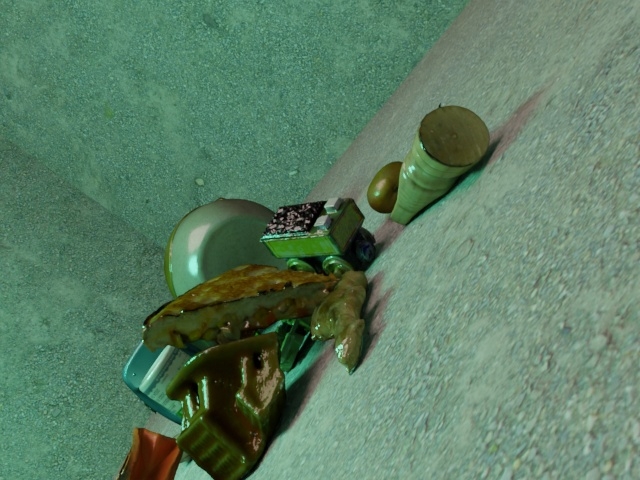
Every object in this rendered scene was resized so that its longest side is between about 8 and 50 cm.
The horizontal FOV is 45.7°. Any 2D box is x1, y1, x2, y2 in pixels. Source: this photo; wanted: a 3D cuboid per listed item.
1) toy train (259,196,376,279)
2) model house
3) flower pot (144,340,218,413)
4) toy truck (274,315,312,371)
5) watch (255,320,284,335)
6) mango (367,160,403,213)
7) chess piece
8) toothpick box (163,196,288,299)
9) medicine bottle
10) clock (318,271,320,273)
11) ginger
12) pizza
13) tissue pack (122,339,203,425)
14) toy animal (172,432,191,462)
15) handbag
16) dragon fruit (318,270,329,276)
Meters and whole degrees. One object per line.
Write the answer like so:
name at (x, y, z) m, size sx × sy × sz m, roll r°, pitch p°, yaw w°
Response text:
toy train at (0.000, 0.000, 1.694) m, size 0.260 × 0.177 × 0.134 m, roll -5°, pitch 42°, yaw 41°
model house at (-0.166, 0.329, 1.454) m, size 0.268 × 0.173 × 0.239 m, roll -49°, pitch 40°, yaw 40°
flower pot at (-0.418, 0.395, 2.271) m, size 0.302 × 0.301 × 0.213 m, roll -57°, pitch 4°, yaw -23°
toy truck at (-0.064, 0.211, 1.680) m, size 0.169 × 0.077 × 0.100 m, roll -56°, pitch 5°, yaw -26°
watch at (-0.099, 0.197, 1.821) m, size 0.131 × 0.165 × 0.152 m, roll -44°, pitch 37°, yaw 46°
mango at (0.163, -0.123, 1.756) m, size 0.130 × 0.092 × 0.194 m, roll -55°, pitch -1°, yaw 5°
chess piece at (0.208, -0.129, 1.462) m, size 0.137 × 0.137 × 0.301 m, roll -58°, pitch -2°, yaw -26°
toothpick box at (-0.283, 0.065, 2.352) m, size 0.409 × 0.409 × 0.425 m, roll -56°, pitch 15°, yaw -14°
medicine bottle at (-0.313, 0.373, 1.867) m, size 0.139 × 0.237 × 0.139 m, roll -52°, pitch 7°, yaw 9°
clock at (-0.017, 0.062, 1.925) m, size 0.151 × 0.062 × 0.191 m, roll -44°, pitch 15°, yaw 48°
ginger at (0.040, 0.141, 1.386) m, size 0.148 × 0.081 × 0.334 m, roll -38°, pitch 10°, yaw 4°
pizza at (-0.134, 0.144, 1.593) m, size 0.406 × 0.130 × 0.440 m, roll -6°, pitch 12°, yaw 19°
tissue pack at (-0.377, 0.382, 2.056) m, size 0.198 × 0.287 × 0.206 m, roll -58°, pitch -8°, yaw -11°
toy animal at (-0.379, 0.557, 2.046) m, size 0.083 × 0.089 × 0.150 m, roll -61°, pitch 1°, yaw -26°
handbag at (-0.392, 0.595, 1.482) m, size 0.303 × 0.116 × 0.410 m, roll -134°, pitch 64°, yaw -84°
dragon fruit at (0.025, 0.081, 1.784) m, size 0.083 × 0.056 × 0.060 m, roll -53°, pitch 7°, yaw -7°
